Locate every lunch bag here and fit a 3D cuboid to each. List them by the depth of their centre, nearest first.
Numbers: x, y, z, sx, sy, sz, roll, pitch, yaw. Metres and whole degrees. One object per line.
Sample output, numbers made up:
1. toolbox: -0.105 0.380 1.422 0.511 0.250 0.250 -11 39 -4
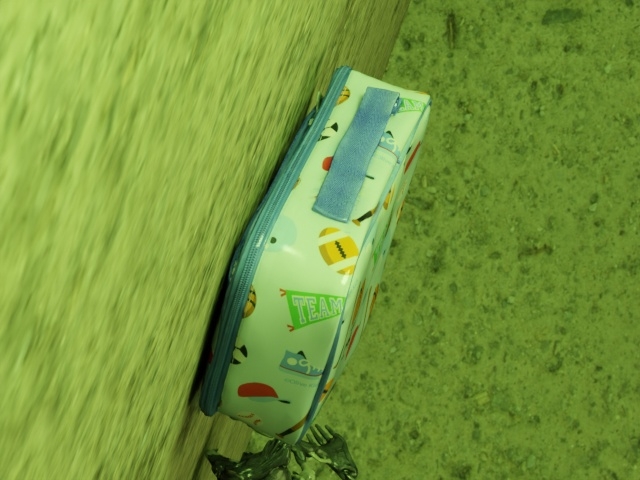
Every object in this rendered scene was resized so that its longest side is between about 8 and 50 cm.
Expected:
1. lunch bag: 0.000 0.000 1.105 0.303 0.115 0.243 -67 174 -46

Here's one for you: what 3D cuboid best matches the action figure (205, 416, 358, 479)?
1. action figure: -0.070 0.266 1.513 0.164 0.141 0.276 -62 152 3
